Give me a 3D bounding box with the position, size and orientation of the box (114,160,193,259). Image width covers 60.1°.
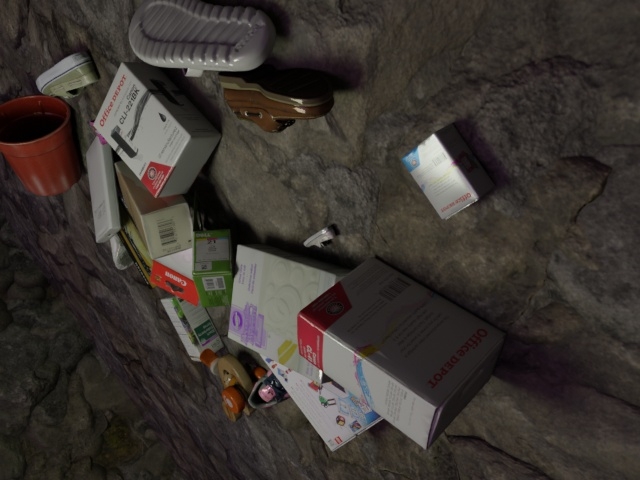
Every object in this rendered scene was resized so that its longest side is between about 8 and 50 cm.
[{"bbox_3d":[-0.449,-0.101,1.492,0.311,0.121,0.148,47,148,46],"label":"box"}]

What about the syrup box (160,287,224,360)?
[{"bbox_3d":[-0.423,0.275,1.835,0.096,0.093,0.237,-11,107,51],"label":"syrup box"}]

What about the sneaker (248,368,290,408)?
[{"bbox_3d":[-0.094,0.383,1.501,0.112,0.131,0.319,50,139,10],"label":"sneaker"}]

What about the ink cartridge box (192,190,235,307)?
[{"bbox_3d":[-0.275,0.020,1.446,0.189,0.097,0.255,96,169,-59],"label":"ink cartridge box"}]

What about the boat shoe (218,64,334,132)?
[{"bbox_3d":[-0.076,-0.262,1.047,0.307,0.110,0.104,30,140,46],"label":"boat shoe"}]

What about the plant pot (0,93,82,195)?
[{"bbox_3d":[-0.964,-0.315,1.910,0.272,0.272,0.265,36,147,26],"label":"plant pot"}]

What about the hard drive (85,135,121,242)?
[{"bbox_3d":[-0.700,-0.164,1.779,0.203,0.040,0.308,-22,75,53],"label":"hard drive"}]

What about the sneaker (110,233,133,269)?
[{"bbox_3d":[-0.722,-0.004,1.996,0.115,0.090,0.232,37,130,36],"label":"sneaker"}]

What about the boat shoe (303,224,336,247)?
[{"bbox_3d":[0.000,0.000,1.200,0.100,0.035,0.035,-32,87,47],"label":"boat shoe"}]

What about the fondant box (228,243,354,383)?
[{"bbox_3d":[-0.069,0.154,1.267,0.330,0.096,0.238,15,101,44],"label":"fondant box"}]

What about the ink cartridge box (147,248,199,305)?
[{"bbox_3d":[-0.433,0.072,1.644,0.189,0.066,0.232,25,112,15],"label":"ink cartridge box"}]

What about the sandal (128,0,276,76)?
[{"bbox_3d":[-0.247,-0.400,1.127,0.416,0.169,0.102,27,174,34],"label":"sandal"}]

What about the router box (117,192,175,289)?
[{"bbox_3d":[-0.564,-0.006,1.802,0.243,0.081,0.309,-24,97,53],"label":"router box"}]

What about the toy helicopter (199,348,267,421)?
[{"bbox_3d":[-0.296,0.485,1.812,0.235,0.140,0.355,43,144,22],"label":"toy helicopter"}]

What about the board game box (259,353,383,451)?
[{"bbox_3d":[0.007,0.343,1.363,0.193,0.053,0.305,-42,81,27],"label":"board game box"}]

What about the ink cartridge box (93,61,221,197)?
[{"bbox_3d":[-0.402,-0.270,1.346,0.273,0.114,0.197,47,119,15],"label":"ink cartridge box"}]

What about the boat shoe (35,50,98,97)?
[{"bbox_3d":[-0.772,-0.480,1.678,0.302,0.109,0.094,-6,113,48],"label":"boat shoe"}]

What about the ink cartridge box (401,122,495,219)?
[{"bbox_3d":[0.201,-0.107,0.875,0.122,0.052,0.088,57,144,3],"label":"ink cartridge box"}]

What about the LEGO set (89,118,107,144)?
[{"bbox_3d":[-0.536,-0.291,1.565,0.227,0.087,0.093,19,132,32],"label":"LEGO set"}]

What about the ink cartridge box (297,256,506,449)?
[{"bbox_3d":[0.140,0.191,1.016,0.306,0.226,0.131,32,137,31],"label":"ink cartridge box"}]
